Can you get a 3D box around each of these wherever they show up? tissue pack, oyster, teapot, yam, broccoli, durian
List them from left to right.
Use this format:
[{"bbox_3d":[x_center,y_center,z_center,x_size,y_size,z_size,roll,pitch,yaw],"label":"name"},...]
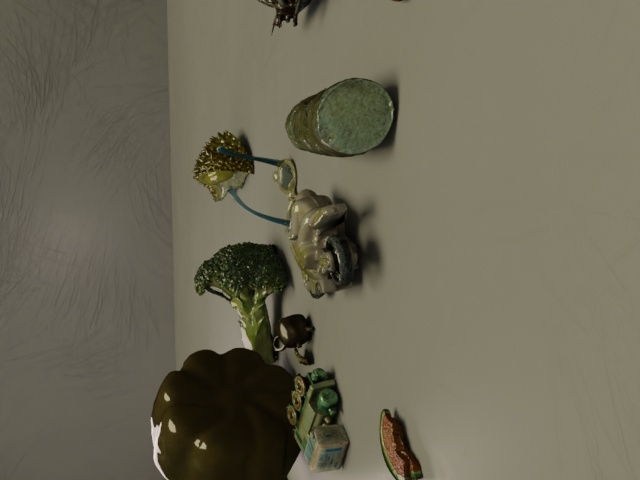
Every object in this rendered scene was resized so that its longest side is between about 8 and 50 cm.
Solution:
[{"bbox_3d":[-0.296,-0.223,2.239,0.306,0.167,0.172,-45,21,58],"label":"durian"},{"bbox_3d":[-0.199,0.166,1.958,0.252,0.221,0.361,30,131,24],"label":"broccoli"},{"bbox_3d":[-0.065,0.221,1.710,0.121,0.076,0.068,-37,58,22],"label":"teapot"},{"bbox_3d":[-0.047,0.276,1.730,0.054,0.019,0.083,49,173,-2],"label":"oyster"},{"bbox_3d":[0.012,0.434,1.544,0.058,0.074,0.094,-113,30,-50],"label":"tissue pack"},{"bbox_3d":[0.013,-0.216,1.342,0.330,0.133,0.133,-163,71,-70],"label":"yam"}]

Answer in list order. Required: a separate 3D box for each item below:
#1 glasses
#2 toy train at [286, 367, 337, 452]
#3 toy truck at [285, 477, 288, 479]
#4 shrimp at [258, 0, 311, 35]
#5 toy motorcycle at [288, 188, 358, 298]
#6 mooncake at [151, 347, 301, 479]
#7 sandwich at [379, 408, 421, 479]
[{"bbox_3d":[-0.124,-0.135,1.681,0.088,0.221,0.189,-29,57,25],"label":"glasses"},{"bbox_3d":[-0.012,0.369,1.605,0.125,0.081,0.194,55,142,39],"label":"toy train"},{"bbox_3d":[-0.134,0.654,1.988,0.147,0.079,0.065,-121,34,-54],"label":"toy truck"},{"bbox_3d":[-0.049,-0.557,1.443,0.410,0.166,0.221,-34,27,53],"label":"shrimp"},{"bbox_3d":[0.000,0.000,1.451,0.341,0.108,0.222,150,109,-76],"label":"toy motorcycle"},{"bbox_3d":[-0.221,0.430,1.782,0.378,0.379,0.200,-122,39,-54],"label":"mooncake"},{"bbox_3d":[0.131,0.354,1.258,0.067,0.029,0.135,115,147,-44],"label":"sandwich"}]
